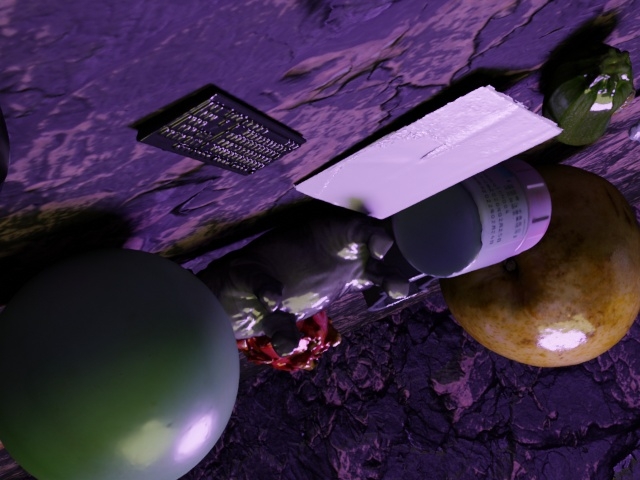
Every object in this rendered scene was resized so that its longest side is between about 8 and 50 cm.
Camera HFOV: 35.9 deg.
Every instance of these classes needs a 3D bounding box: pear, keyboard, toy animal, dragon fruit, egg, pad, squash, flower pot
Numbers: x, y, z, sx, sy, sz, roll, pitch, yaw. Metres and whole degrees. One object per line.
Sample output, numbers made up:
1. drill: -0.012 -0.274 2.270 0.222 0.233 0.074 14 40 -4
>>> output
1. pear: 0.313 0.044 1.417 0.304 0.303 0.304 -22 170 -4
2. keyboard: -0.067 -0.075 0.739 0.067 0.011 0.202 -26 170 13
3. toy animal: -0.082 0.058 1.071 0.343 0.106 0.168 -19 -154 -3
4. dragon fruit: -0.075 0.118 1.432 0.208 0.133 0.150 17 108 -32
5. egg: -0.188 0.119 0.886 0.221 0.220 0.270 -17 177 -30
6. pad: 0.105 -0.079 0.966 0.232 0.004 0.156 -26 153 33
7. squash: 0.257 -0.139 0.964 0.077 0.068 0.219 -1 172 5
8. flower pot: 0.097 0.024 1.361 0.103 0.108 0.229 -22 169 -7

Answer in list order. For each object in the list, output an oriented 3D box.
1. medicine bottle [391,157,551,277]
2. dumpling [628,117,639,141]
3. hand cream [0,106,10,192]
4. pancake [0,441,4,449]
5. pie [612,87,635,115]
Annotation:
1. medicine bottle: 0.181 -0.032 1.175 0.169 0.135 0.135 -12 165 -46
2. dumpling: 0.484 -0.183 1.217 0.217 0.149 0.104 -18 -151 8
3. hand cream: -0.297 0.003 0.379 0.359 0.117 0.185 -19 174 14
4. pancake: -0.456 0.242 1.368 0.382 0.071 0.382 -24 171 -4
5. pie: 0.344 -0.161 1.193 0.085 0.017 0.085 -24 170 -5
